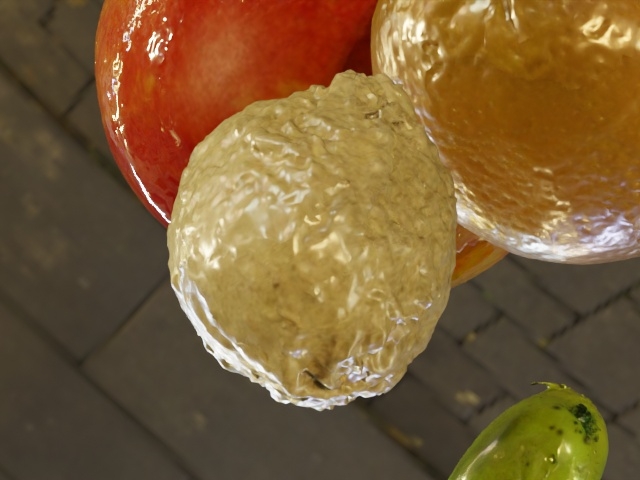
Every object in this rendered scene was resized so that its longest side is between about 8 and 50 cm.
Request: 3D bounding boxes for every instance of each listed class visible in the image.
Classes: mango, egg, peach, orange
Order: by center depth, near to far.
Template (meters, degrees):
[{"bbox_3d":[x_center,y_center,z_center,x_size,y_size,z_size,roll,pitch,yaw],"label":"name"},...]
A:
[{"bbox_3d":[0.000,0.000,0.747,0.116,0.140,0.118,41,109,-17],"label":"egg"},{"bbox_3d":[0.155,-0.112,1.182,0.264,0.264,0.264,26,143,21],"label":"orange"},{"bbox_3d":[0.026,-0.143,1.467,0.388,0.388,0.388,26,143,21],"label":"peach"},{"bbox_3d":[0.156,0.192,1.568,0.100,0.119,0.178,46,109,8],"label":"mango"}]
